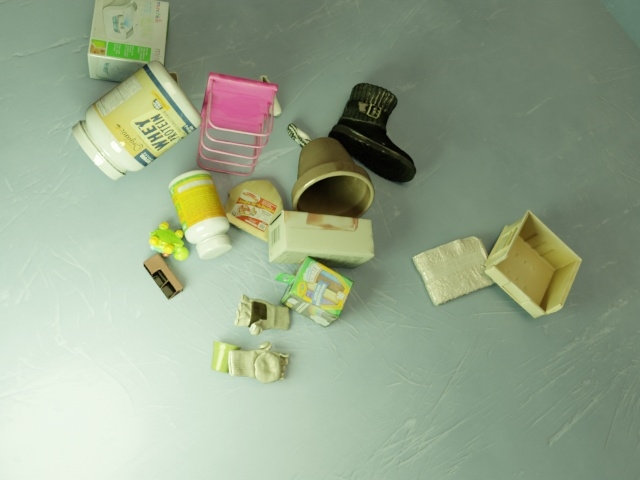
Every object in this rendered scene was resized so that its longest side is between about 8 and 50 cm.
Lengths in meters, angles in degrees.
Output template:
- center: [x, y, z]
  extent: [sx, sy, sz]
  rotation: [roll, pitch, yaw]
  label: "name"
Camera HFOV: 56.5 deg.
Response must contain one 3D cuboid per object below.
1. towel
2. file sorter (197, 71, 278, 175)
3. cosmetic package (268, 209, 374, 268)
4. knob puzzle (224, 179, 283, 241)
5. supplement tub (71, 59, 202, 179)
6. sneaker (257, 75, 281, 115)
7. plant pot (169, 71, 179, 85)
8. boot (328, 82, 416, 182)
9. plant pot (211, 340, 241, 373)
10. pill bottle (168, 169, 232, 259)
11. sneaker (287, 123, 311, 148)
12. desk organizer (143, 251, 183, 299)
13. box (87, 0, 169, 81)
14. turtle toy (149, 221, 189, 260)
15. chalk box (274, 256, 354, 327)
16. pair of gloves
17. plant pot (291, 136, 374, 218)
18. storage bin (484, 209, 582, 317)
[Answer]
- center: [0.466, 0.098, 2.028]
  extent: [0.282, 0.049, 0.187]
  rotation: [-18, 75, -23]
  label: "towel"
- center: [-0.265, -0.343, 1.831]
  extent: [0.202, 0.291, 0.182]
  rotation: [7, 70, -16]
  label: "file sorter"
- center: [0.000, 0.000, 1.840]
  extent: [0.296, 0.153, 0.129]
  rotation: [6, 69, -24]
  label: "cosmetic package"
- center: [-0.206, -0.109, 1.900]
  extent: [0.213, 0.030, 0.213]
  rotation: [6, 67, -15]
  label: "knob puzzle"
- center: [-0.530, -0.345, 1.732]
  extent: [0.316, 0.228, 0.228]
  rotation: [-37, 83, -1]
  label: "supplement tub"
- center: [-0.179, -0.498, 2.048]
  extent: [0.053, 0.061, 0.152]
  rotation: [-25, 80, -27]
  label: "sneaker"
- center: [-0.510, -0.463, 1.904]
  extent: [0.108, 0.096, 0.109]
  rotation: [-7, 71, -20]
  label: "plant pot"
- center: [0.222, -0.387, 2.095]
  extent: [0.348, 0.131, 0.260]
  rotation: [32, 63, -3]
  label: "boot"
- center: [-0.274, 0.331, 1.681]
  extent: [0.083, 0.083, 0.079]
  rotation: [16, 78, -12]
  label: "plant pot"
- center: [-0.352, -0.074, 1.777]
  extent: [0.136, 0.136, 0.246]
  rotation: [-17, 75, -23]
  label: "pill bottle"
- center: [-0.070, -0.359, 2.045]
  extent: [0.109, 0.040, 0.043]
  rotation: [50, 47, 2]
  label: "sneaker"
- center: [-0.455, 0.105, 1.723]
  extent: [0.050, 0.047, 0.130]
  rotation: [-35, 83, -24]
  label: "desk organizer"
- center: [-0.616, -0.648, 1.930]
  extent: [0.231, 0.127, 0.262]
  rotation: [5, 67, -14]
  label: "box"
- center: [-0.445, 0.012, 1.751]
  extent: [0.130, 0.066, 0.095]
  rotation: [30, 39, -7]
  label: "turtle toy"
- center: [-0.032, 0.146, 1.797]
  extent: [0.213, 0.132, 0.132]
  rotation: [30, 63, -6]
  label: "chalk box"
- center: [-0.165, 0.284, 1.703]
  extent: [0.204, 0.042, 0.240]
  rotation: [22, 61, -39]
  label: "pair of gloves"
- center: [0.022, -0.205, 1.910]
  extent: [0.262, 0.263, 0.229]
  rotation: [1, 52, -18]
  label: "plant pot"
- center: [0.728, 0.085, 2.049]
  extent: [0.262, 0.123, 0.260]
  rotation: [42, 55, -5]
  label: "storage bin"
